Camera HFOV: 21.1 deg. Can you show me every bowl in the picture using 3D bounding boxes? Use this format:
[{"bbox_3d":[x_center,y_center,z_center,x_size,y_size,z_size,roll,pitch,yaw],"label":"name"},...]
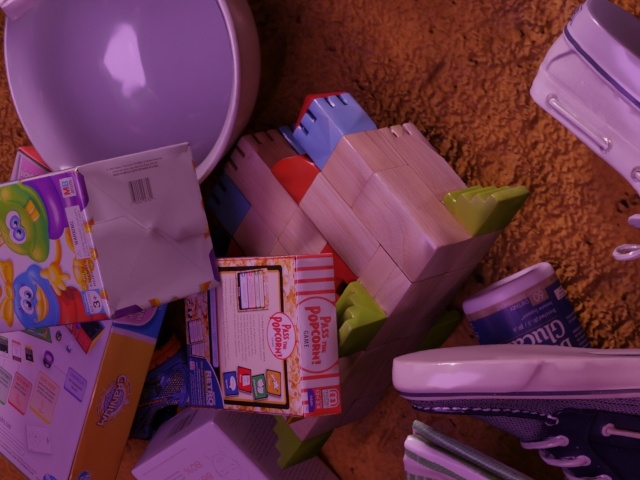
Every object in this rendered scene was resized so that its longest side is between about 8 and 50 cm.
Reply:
[{"bbox_3d":[-0.164,-0.186,1.718,0.298,0.134,0.297,10,109,32],"label":"bowl"}]

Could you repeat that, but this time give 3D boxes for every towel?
[{"bbox_3d":[0.187,0.308,1.618,0.248,0.038,0.325,25,150,21],"label":"towel"}]

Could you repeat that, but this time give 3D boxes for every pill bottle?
[{"bbox_3d":[0.210,0.114,1.621,0.094,0.094,0.169,-26,90,32],"label":"pill bottle"}]

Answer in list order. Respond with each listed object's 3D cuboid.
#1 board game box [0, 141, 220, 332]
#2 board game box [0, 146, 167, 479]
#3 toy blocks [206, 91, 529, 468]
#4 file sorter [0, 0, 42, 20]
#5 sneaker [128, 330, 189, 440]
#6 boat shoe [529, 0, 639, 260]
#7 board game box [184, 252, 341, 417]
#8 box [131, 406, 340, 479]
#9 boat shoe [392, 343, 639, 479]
[{"bbox_3d":[-0.251,0.005,1.648,0.275,0.144,0.142,-9,96,44],"label":"board game box"},{"bbox_3d":[-0.274,0.090,1.833,0.242,0.064,0.316,32,111,42],"label":"board game box"},{"bbox_3d":[0.000,0.000,1.677,0.261,0.191,0.381,52,132,22],"label":"toy blocks"},{"bbox_3d":[-0.237,-0.379,1.582,0.278,0.193,0.173,-35,127,3],"label":"file sorter"},{"bbox_3d":[-0.210,0.194,1.891,0.087,0.083,0.221,48,125,0],"label":"sneaker"},{"bbox_3d":[0.318,-0.037,1.495,0.367,0.136,0.156,44,120,15],"label":"boat shoe"},{"bbox_3d":[-0.058,0.087,1.605,0.193,0.045,0.146,-2,91,54],"label":"board game box"},{"bbox_3d":[-0.085,0.249,1.799,0.130,0.091,0.170,-34,105,31],"label":"box"},{"bbox_3d":[0.230,0.175,1.512,0.341,0.127,0.158,1,93,-8],"label":"boat shoe"}]
